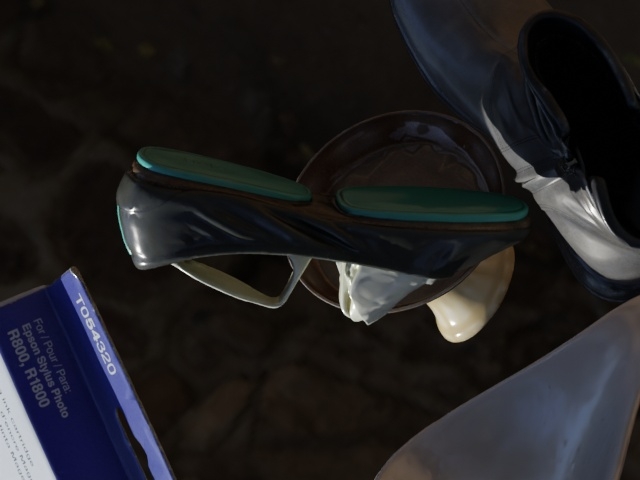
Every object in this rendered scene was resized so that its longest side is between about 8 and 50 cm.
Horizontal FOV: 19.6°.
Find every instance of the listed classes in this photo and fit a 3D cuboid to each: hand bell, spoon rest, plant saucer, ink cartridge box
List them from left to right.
[{"bbox_3d":[-0.222,0.214,1.595,0.324,0.071,0.330,65,152,4],"label":"ink cartridge box"},{"bbox_3d":[0.066,-0.001,1.899,0.242,0.126,0.126,27,159,-22],"label":"hand bell"},{"bbox_3d":[0.056,-0.017,1.346,0.168,0.168,0.029,26,164,31],"label":"plant saucer"},{"bbox_3d":[0.141,0.106,1.030,0.137,0.276,0.084,30,146,45],"label":"spoon rest"}]

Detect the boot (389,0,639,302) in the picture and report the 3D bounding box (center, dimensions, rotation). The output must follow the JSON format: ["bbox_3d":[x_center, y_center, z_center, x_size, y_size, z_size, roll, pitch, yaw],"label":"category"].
[{"bbox_3d":[0.162,-0.122,1.336,0.338,0.118,0.223,53,176,17],"label":"boot"}]

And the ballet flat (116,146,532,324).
[{"bbox_3d":[0.000,0.000,1.261,0.280,0.095,0.096,8,106,-1],"label":"ballet flat"}]
